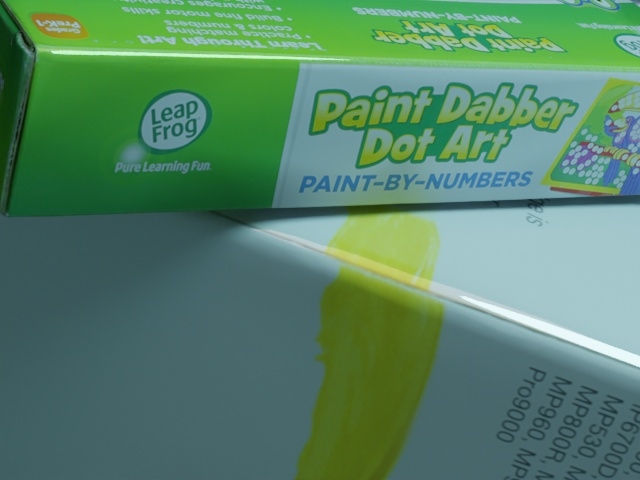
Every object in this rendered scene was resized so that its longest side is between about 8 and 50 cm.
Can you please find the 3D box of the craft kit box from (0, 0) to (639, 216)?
[{"bbox_3d":[-0.027,-0.101,0.484,0.249,0.061,0.247,-2,34,-32],"label":"craft kit box"}]

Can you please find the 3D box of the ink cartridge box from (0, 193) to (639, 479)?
[{"bbox_3d":[0.000,0.000,0.549,0.384,0.160,0.279,20,29,1],"label":"ink cartridge box"}]
